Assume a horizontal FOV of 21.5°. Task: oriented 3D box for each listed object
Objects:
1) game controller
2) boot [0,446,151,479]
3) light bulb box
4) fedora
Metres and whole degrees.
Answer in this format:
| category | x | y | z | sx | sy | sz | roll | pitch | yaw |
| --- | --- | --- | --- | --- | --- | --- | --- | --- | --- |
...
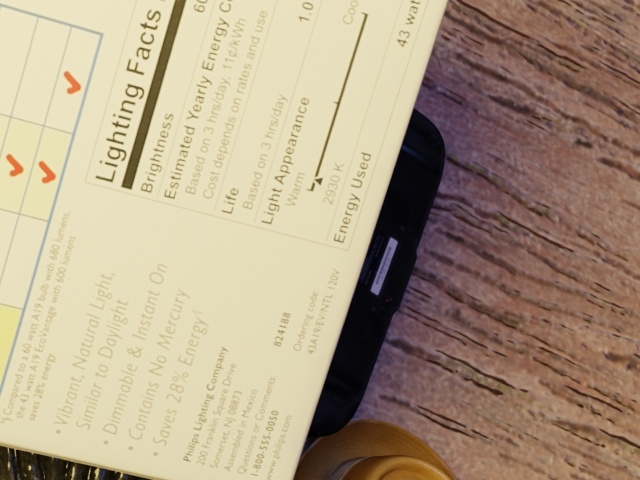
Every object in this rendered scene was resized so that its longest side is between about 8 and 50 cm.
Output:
| category | x | y | z | sx | sy | sz | roll | pitch | yaw |
| --- | --- | --- | --- | --- | --- | --- | --- | --- | --- |
| game controller | 0.000 | 0.000 | 1.389 | 0.166 | 0.067 | 0.319 | 34 | 60 | -22 |
| boot | -0.223 | 0.235 | 1.134 | 0.348 | 0.131 | 0.260 | 3 | 78 | -40 |
| light bulb box | -0.154 | -0.067 | 1.059 | 0.361 | 0.225 | 0.358 | 15 | 101 | -14 |
| fedora | 0.065 | 0.231 | 1.333 | 0.194 | 0.079 | 0.194 | 10 | 69 | -27 |
